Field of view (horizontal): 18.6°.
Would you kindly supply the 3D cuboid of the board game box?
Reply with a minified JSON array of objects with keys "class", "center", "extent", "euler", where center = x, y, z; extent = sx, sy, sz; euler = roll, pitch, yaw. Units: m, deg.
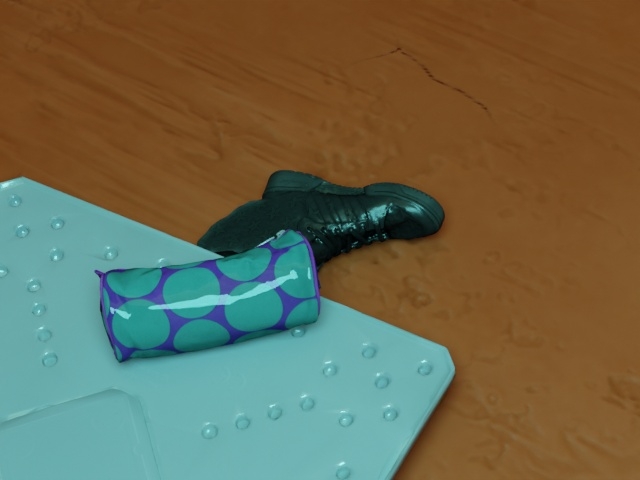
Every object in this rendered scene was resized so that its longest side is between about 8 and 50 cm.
[{"class":"board game box","center":[-0.163,0.168,1.329],"extent":[0.390,0.050,0.390],"euler":[21,60,23]}]

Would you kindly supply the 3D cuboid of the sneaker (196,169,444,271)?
[{"class":"sneaker","center":[0.000,-0.002,1.430],"extent":[0.170,0.051,0.089],"euler":[10,56,22]}]

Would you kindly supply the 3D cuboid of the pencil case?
[{"class":"pencil case","center":[-0.076,0.037,1.340],"extent":[0.152,0.064,0.070],"euler":[-12,69,0]}]
